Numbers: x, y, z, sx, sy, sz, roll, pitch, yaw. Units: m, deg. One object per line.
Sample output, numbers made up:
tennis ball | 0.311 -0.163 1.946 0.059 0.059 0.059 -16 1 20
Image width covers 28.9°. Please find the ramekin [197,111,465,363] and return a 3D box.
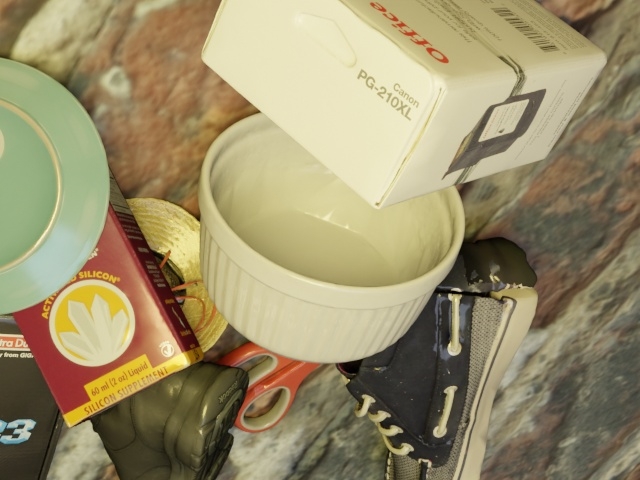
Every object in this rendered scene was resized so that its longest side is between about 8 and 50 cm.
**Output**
ramekin | 0.000 0.000 0.978 0.207 0.207 0.109 -2 136 -21

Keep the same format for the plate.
plate | -0.245 -0.039 0.883 0.188 0.024 0.188 0 92 2

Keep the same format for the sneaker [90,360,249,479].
sneaker | -0.148 0.174 1.124 0.130 0.109 0.286 27 139 7

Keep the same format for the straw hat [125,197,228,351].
straw hat | -0.147 0.040 1.033 0.144 0.145 0.061 -2 169 -21

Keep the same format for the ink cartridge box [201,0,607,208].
ink cartridge box | 0.062 -0.126 0.853 0.237 0.172 0.100 -18 143 -52

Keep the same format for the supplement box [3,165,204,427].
supplement box | -0.178 0.031 0.936 0.104 0.081 0.188 -28 88 1

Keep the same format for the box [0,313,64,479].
box | -0.368 0.151 1.032 0.295 0.073 0.293 6 125 -27

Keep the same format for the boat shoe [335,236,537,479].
boat shoe | 0.076 0.145 1.172 0.158 0.127 0.341 -1 122 -23

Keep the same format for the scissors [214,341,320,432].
scissors | 0.010 0.083 1.163 0.297 0.021 0.109 -38 131 10
